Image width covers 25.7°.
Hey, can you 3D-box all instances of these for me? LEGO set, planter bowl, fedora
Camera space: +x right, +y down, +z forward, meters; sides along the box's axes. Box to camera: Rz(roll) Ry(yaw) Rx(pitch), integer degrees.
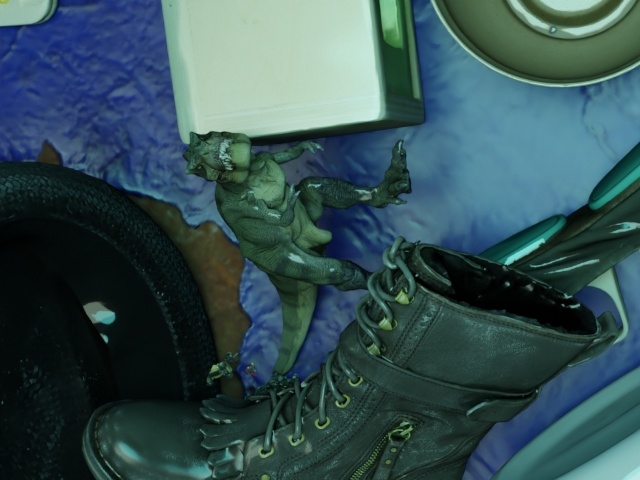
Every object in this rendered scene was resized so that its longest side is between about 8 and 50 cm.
[{"bbox_3d":[-0.034,0.096,0.928,0.054,0.023,0.083,-30,119,26],"label":"LEGO set"},{"bbox_3d":[0.146,-0.170,0.831,0.162,0.109,0.162,1,94,12],"label":"planter bowl"},{"bbox_3d":[-0.216,0.116,0.892,0.152,0.334,0.334,4,96,46],"label":"fedora"}]

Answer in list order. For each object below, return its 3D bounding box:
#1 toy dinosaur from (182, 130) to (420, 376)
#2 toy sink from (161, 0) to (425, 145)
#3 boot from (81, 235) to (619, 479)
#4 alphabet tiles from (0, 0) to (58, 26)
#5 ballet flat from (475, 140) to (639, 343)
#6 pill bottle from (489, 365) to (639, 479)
[{"bbox_3d":[0.000,0.000,0.833,0.118,0.268,0.064,-8,55,7],"label":"toy dinosaur"},{"bbox_3d":[-0.015,-0.179,0.846,0.131,0.153,0.234,-7,91,13],"label":"toy sink"},{"bbox_3d":[0.011,0.079,0.816,0.263,0.091,0.229,11,134,-18],"label":"boot"},{"bbox_3d":[-0.257,-0.284,0.940,0.278,0.021,0.284,-1,103,13],"label":"alphabet tiles"},{"bbox_3d":[0.177,0.004,0.853,0.280,0.095,0.096,-38,95,23],"label":"ballet flat"},{"bbox_3d":[0.265,0.246,0.780,0.210,0.210,0.363,-35,87,13],"label":"pill bottle"}]
